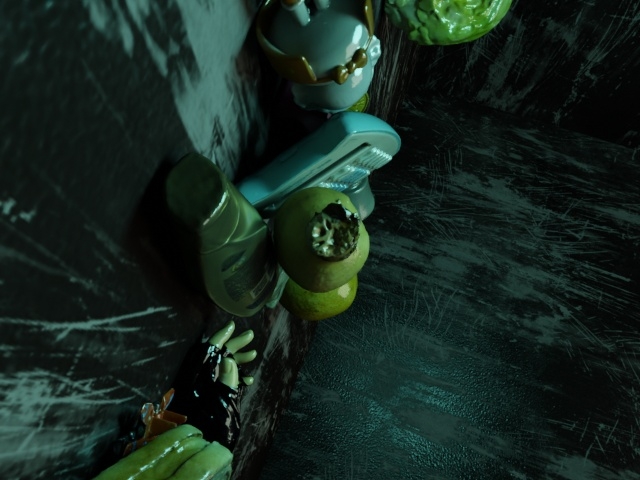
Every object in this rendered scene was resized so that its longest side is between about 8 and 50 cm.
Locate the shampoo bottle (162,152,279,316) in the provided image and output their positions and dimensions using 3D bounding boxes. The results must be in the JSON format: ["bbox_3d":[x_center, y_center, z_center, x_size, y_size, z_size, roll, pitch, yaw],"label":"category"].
[{"bbox_3d":[-0.117,0.012,0.619,0.125,0.084,0.350,-55,168,-16],"label":"shampoo bottle"}]

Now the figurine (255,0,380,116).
[{"bbox_3d":[0.013,-0.232,0.612,0.271,0.143,0.143,51,54,-49],"label":"figurine"}]

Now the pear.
[{"bbox_3d":[-0.006,0.098,1.199,0.209,0.209,0.208,19,90,-82],"label":"pear"}]

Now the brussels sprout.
[{"bbox_3d":[0.346,-0.687,1.304,0.268,0.344,0.344,82,27,-58],"label":"brussels sprout"}]

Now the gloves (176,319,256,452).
[{"bbox_3d":[-0.161,0.229,0.763,0.164,0.124,0.203,148,-57,-67],"label":"gloves"}]

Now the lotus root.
[{"bbox_3d":[-0.003,-0.002,0.715,0.131,0.146,0.303,-27,180,-1],"label":"lotus root"}]

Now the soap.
[{"bbox_3d":[0.003,-0.221,0.849,0.250,0.099,0.162,66,44,-78],"label":"soap"}]

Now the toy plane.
[{"bbox_3d":[-0.230,0.284,0.607,0.130,0.061,0.189,29,84,-83],"label":"toy plane"}]

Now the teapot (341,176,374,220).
[{"bbox_3d":[0.062,-0.155,1.323,0.149,0.162,0.239,79,4,-52],"label":"teapot"}]

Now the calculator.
[{"bbox_3d":[0.012,-0.113,0.805,0.256,0.054,0.386,-32,172,17],"label":"calculator"}]

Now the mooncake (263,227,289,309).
[{"bbox_3d":[-0.093,0.053,0.940,0.125,0.073,0.130,105,10,-51],"label":"mooncake"}]

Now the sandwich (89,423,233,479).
[{"bbox_3d":[-0.222,0.372,0.516,0.271,0.099,0.301,-18,130,-56],"label":"sandwich"}]
